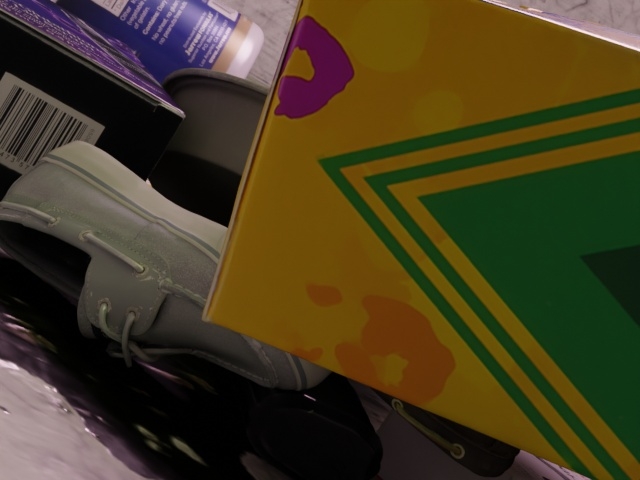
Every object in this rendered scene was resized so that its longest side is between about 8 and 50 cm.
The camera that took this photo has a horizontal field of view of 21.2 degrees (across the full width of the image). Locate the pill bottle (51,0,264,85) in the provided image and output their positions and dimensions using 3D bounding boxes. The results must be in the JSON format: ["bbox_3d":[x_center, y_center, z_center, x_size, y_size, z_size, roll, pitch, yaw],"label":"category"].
[{"bbox_3d":[-0.199,-0.201,1.601,0.264,0.153,0.153,32,7,-9],"label":"pill bottle"}]

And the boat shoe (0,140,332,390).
[{"bbox_3d":[-0.090,0.026,0.877,0.227,0.081,0.079,32,-29,38],"label":"boat shoe"}]

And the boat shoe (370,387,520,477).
[{"bbox_3d":[0.032,0.046,0.923,0.081,0.069,0.228,7,19,-40],"label":"boat shoe"}]

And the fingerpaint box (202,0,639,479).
[{"bbox_3d":[0.217,0.014,0.785,0.371,0.163,0.445,21,11,20],"label":"fingerpaint box"}]

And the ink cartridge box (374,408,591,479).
[{"bbox_3d":[0.105,0.144,0.979,0.135,0.056,0.099,25,10,-45],"label":"ink cartridge box"}]

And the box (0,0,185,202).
[{"bbox_3d":[-0.194,-0.095,1.094,0.153,0.108,0.207,29,9,-25],"label":"box"}]

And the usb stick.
[{"bbox_3d":[-0.022,0.071,0.974,0.077,0.045,0.278,26,9,-15],"label":"usb stick"}]

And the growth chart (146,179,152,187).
[{"bbox_3d":[-0.177,-0.069,1.339,0.237,0.021,0.172,26,10,-44],"label":"growth chart"}]

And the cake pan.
[{"bbox_3d":[0.000,0.000,1.136,0.293,0.054,0.293,33,-16,11],"label":"cake pan"}]
